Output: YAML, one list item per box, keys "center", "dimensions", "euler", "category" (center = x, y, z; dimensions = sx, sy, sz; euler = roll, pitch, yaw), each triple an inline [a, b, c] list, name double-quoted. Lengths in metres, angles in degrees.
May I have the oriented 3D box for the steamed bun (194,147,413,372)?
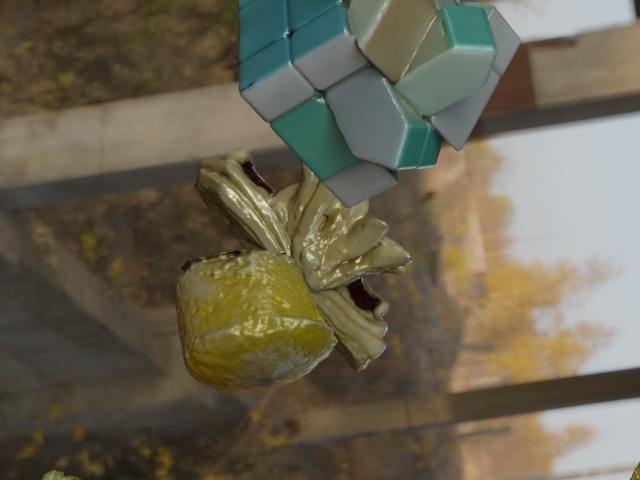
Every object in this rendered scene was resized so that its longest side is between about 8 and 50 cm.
- center: [0.000, 0.000, 2.324]
  dimensions: [0.428, 0.189, 0.247]
  euler: [49, -5, -7]
  category: "steamed bun"

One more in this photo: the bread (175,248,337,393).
- center: [-0.086, 0.104, 1.882]
  dimensions: [0.197, 0.197, 0.170]
  euler: [73, -1, -60]
  category: "bread"

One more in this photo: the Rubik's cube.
- center: [0.052, -0.178, 1.364]
  dimensions: [0.224, 0.213, 0.265]
  euler: [46, 27, -37]
  category: "Rubik's cube"

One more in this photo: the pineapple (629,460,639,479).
- center: [0.454, 0.253, 1.716]
  dimensions: [0.114, 0.236, 0.186]
  euler: [60, 21, -72]
  category: "pineapple"

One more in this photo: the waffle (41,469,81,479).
- center: [-0.257, 0.433, 2.083]
  dimensions: [0.073, 0.317, 0.297]
  euler: [-53, 152, -17]
  category: "waffle"
